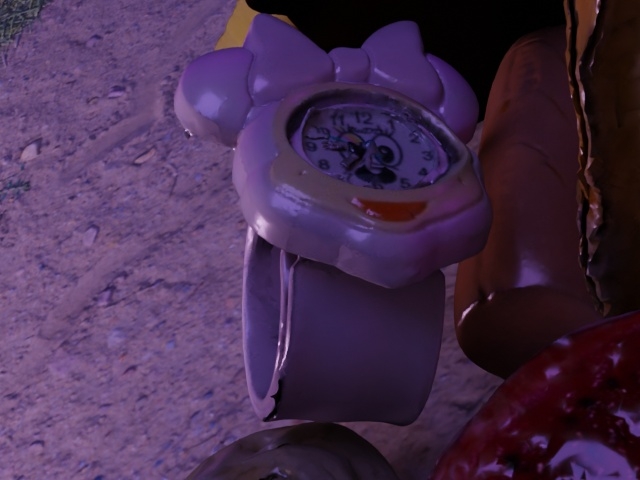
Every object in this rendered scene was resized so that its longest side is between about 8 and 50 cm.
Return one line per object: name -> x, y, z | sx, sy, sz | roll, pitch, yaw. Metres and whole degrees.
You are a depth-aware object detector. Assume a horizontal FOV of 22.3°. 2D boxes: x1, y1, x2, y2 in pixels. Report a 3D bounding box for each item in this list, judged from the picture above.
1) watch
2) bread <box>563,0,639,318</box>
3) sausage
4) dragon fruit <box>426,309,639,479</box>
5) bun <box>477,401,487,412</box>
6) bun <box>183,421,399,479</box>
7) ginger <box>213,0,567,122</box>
watch -> 0.000, 0.000, 1.096 | 0.210, 0.218, 0.248 | 3, 40, -14
bread -> 0.267, -0.117, 0.958 | 0.248, 0.315, 0.279 | 2, 38, 16
sausage -> 0.168, -0.040, 1.150 | 0.121, 0.121, 0.304 | -15, 40, 29
dragon fruit -> 0.219, 0.217, 0.732 | 0.370, 0.249, 0.386 | -1, 52, 19
bun -> 0.161, 0.139, 0.955 | 0.222, 0.127, 0.222 | -22, 39, 19
bun -> -0.048, 0.216, 1.063 | 0.210, 0.116, 0.237 | -15, 40, 28
ginger -> 0.067, -0.247, 1.236 | 0.413, 0.358, 0.211 | -25, 65, 10
